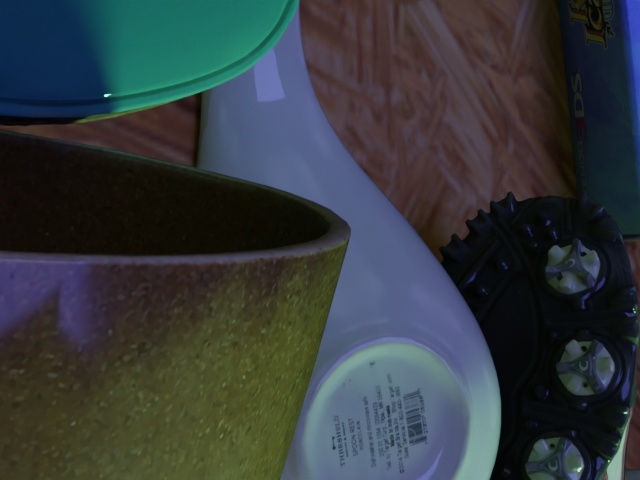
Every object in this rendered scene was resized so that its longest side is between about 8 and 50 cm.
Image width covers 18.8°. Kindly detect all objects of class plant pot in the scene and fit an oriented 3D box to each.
[{"bbox_3d":[-0.126,0.104,0.435,0.237,0.237,0.254,-1,101,-52],"label":"plant pot"}]

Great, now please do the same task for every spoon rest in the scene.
[{"bbox_3d":[0.000,0.000,0.700,0.137,0.084,0.276,-10,103,-26],"label":"spoon rest"}]

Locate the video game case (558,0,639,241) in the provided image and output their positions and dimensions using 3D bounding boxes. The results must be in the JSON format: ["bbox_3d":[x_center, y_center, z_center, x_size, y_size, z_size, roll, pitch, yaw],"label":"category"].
[{"bbox_3d":[0.232,-0.146,0.945,0.244,0.061,0.270,-8,93,-23],"label":"video game case"}]

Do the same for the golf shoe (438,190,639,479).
[{"bbox_3d":[0.078,0.117,0.798,0.120,0.105,0.273,34,64,-66],"label":"golf shoe"}]

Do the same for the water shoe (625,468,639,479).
[{"bbox_3d":[0.138,0.201,0.881,0.080,0.073,0.203,-4,98,-63],"label":"water shoe"}]

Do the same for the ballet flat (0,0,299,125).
[{"bbox_3d":[-0.159,-0.088,0.466,0.342,0.124,0.116,-7,112,-44],"label":"ballet flat"}]
